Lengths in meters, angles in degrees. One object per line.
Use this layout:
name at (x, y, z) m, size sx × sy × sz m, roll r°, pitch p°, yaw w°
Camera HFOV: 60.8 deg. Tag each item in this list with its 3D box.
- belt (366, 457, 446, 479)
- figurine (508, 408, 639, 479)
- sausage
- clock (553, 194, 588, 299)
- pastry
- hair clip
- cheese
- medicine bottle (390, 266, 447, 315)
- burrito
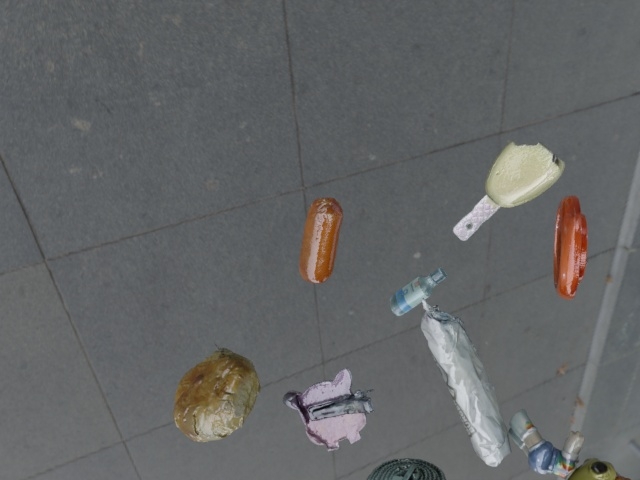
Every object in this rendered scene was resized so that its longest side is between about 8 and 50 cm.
belt at (0.210, 0.668, 1.386) m, size 0.295 × 0.206 × 0.161 m, roll -13°, pitch 103°, yaw -59°
figurine at (0.594, 0.583, 1.285) m, size 0.205 × 0.382 × 0.225 m, roll -30°, pitch 121°, yaw -18°
sausage at (0.000, 0.000, 1.125) m, size 0.076 × 0.076 × 0.198 m, roll -6°, pitch 125°, yaw -24°
clock at (0.490, 0.014, 1.070) m, size 0.051 × 0.205 × 0.205 m, roll 2°, pitch 126°, yaw 18°
pastry at (-0.164, 0.242, 0.855) m, size 0.153 × 0.153 × 0.081 m, roll -41°, pitch 130°, yaw 1°
hair clip at (0.032, 0.346, 1.105) m, size 0.187 × 0.056 × 0.146 m, roll -26°, pitch 90°, yaw 25°
cheese at (0.377, -0.101, 1.145) m, size 0.255 × 0.127 × 0.050 m, roll -46°, pitch 152°, yaw 16°
medicine bottle at (0.318, 0.163, 1.778) m, size 0.053 × 0.090 × 0.208 m, roll 40°, pitch 115°, yaw -23°
burrito at (0.369, 0.345, 1.402) m, size 0.101 × 0.446 × 0.139 m, roll -28°, pitch 172°, yaw 38°
